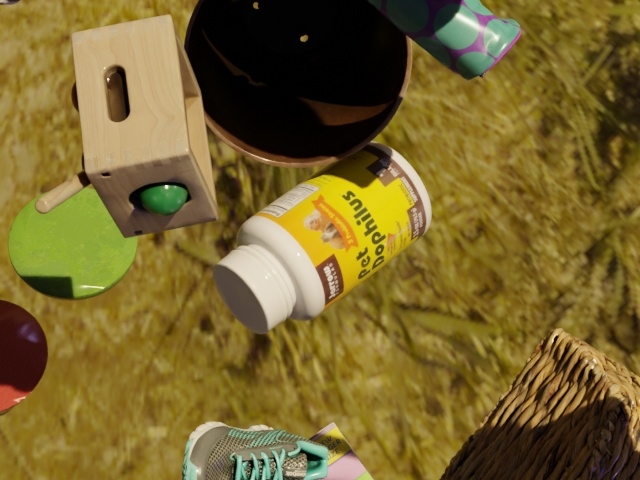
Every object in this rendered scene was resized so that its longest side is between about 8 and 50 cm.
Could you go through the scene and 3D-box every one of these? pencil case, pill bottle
[{"bbox_3d":[0.094,-0.202,1.237,0.152,0.070,0.064,39,145,-3],"label":"pencil case"},{"bbox_3d":[0.000,0.000,1.447,0.215,0.117,0.117,-36,113,-26],"label":"pill bottle"}]

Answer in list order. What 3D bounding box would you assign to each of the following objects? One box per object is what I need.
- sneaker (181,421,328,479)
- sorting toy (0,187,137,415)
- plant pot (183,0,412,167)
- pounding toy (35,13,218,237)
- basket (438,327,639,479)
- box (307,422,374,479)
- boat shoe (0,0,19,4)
[{"bbox_3d":[-0.049,0.179,1.184,0.076,0.166,0.065,3,92,29],"label":"sneaker"},{"bbox_3d":[-0.260,0.047,1.480,0.127,0.365,0.126,27,150,11],"label":"sorting toy"},{"bbox_3d":[-0.027,-0.209,1.475,0.215,0.230,0.215,-1,110,-3],"label":"plant pot"},{"bbox_3d":[-0.134,-0.065,1.004,0.100,0.141,0.130,-11,156,3],"label":"pounding toy"},{"bbox_3d":[0.274,0.285,1.516,0.223,0.213,0.299,33,99,-25],"label":"basket"},{"bbox_3d":[-0.014,0.363,1.752,0.213,0.117,0.243,-34,148,-5],"label":"box"},{"bbox_3d":[-0.069,-0.117,0.377,0.092,0.285,0.103,15,117,-3],"label":"boat shoe"}]
